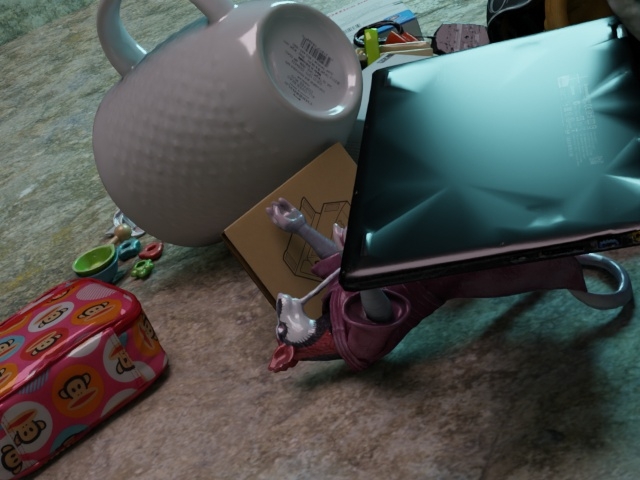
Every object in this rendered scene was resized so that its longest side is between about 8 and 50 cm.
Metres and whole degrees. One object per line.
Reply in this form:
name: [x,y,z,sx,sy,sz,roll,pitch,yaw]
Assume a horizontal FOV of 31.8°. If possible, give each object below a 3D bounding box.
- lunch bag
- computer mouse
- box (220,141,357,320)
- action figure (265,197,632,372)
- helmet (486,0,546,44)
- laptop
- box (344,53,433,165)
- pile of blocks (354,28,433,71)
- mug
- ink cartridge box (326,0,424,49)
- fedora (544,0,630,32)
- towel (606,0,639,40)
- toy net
lunch bag: [-0.358,0.164,1.394,0.293,0.120,0.258,-35,25,-24]
computer mouse: [0.174,-0.328,1.867,0.242,0.041,0.071,6,66,14]
box: [0.000,0.000,1.354,0.201,0.164,0.021,-40,7,-29]
action figure: [0.097,0.038,1.228,0.370,0.276,0.248,-41,21,8]
helmet: [0.343,-0.370,1.738,0.169,0.169,0.161,2,54,40]
laptop: [0.258,-0.019,1.041,0.408,0.236,0.382,-10,32,14]
box: [0.108,-0.172,1.615,0.181,0.119,0.182,-39,31,-26]
pile of blocks: [0.017,-0.282,1.815,0.362,0.112,0.149,-11,-13,25]
mug: [-0.140,-0.203,1.488,0.328,0.374,0.276,-27,20,48]
ink cartridge box: [0.092,-0.362,2.001,0.148,0.085,0.203,-23,28,2]
fedora: [0.389,-0.330,1.634,0.194,0.194,0.079,-36,14,-22]
towel: [0.434,-0.225,1.211,0.090,0.374,0.320,-44,18,27]
toy net: [-0.296,-0.006,1.714,0.122,0.045,0.232,-18,28,12]
